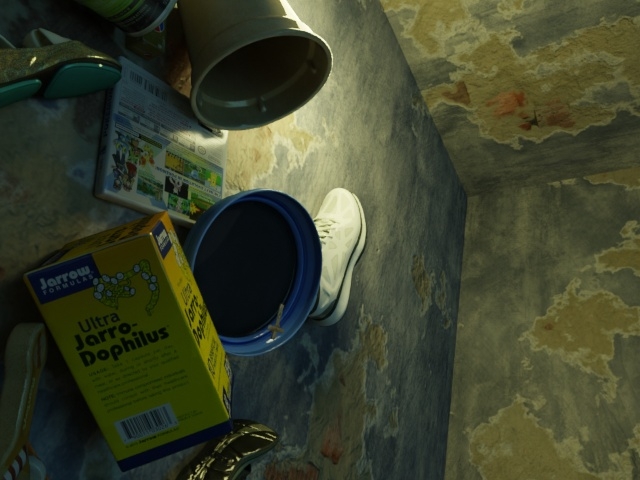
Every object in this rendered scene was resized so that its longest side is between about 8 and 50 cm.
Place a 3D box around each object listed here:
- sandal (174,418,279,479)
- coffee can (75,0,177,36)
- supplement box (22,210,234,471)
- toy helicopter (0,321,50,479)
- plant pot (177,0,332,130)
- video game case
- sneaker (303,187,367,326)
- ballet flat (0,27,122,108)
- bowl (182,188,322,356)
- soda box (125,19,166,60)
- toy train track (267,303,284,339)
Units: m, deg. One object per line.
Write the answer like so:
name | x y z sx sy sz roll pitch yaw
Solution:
sandal | -0.206 0.482 1.105 0.303 0.120 0.086 -24 130 -57
coffee can | -0.411 -0.527 0.918 0.275 0.202 0.201 19 66 -56
supplement box | -0.295 0.158 0.867 0.194 0.195 0.356 -123 -166 -74
toy helicopter | -0.424 0.293 0.714 0.235 0.140 0.354 117 -23 -72
plant pot | -0.183 -0.476 1.188 0.334 0.334 0.305 4 59 -59
video game case | -0.328 -0.190 1.130 0.329 0.036 0.299 24 62 -56
sneaker | 0.001 0.000 1.494 0.257 0.169 0.447 42 50 -49
ballet flat | -0.477 -0.288 0.843 0.348 0.123 0.123 -45 120 -54
bowl | -0.155 0.072 1.204 0.391 0.077 0.390 -10 104 -45
soda box | -0.374 -0.491 1.111 0.061 0.058 0.181 17 68 -56
toy train track | -0.104 0.191 1.214 0.048 0.014 0.083 26 72 -39
